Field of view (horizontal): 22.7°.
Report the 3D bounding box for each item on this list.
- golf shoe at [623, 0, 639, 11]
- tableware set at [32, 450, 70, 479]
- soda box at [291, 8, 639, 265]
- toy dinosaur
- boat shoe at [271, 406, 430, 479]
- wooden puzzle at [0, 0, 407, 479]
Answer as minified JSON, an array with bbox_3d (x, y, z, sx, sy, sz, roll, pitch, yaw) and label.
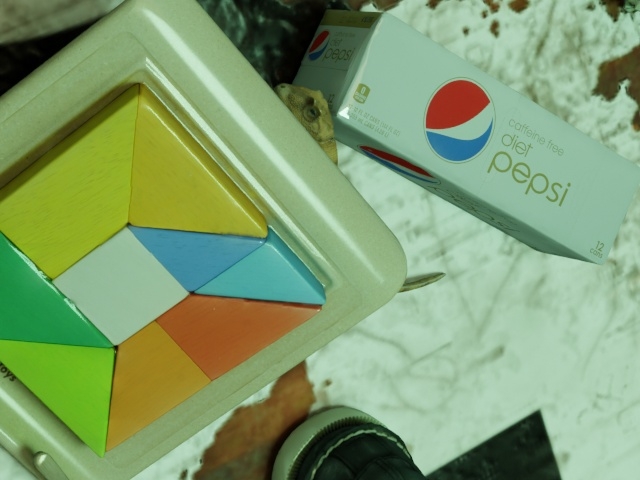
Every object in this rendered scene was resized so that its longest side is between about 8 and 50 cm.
[{"bbox_3d":[0.335,-0.181,1.056,0.306,0.115,0.140,13,92,-30],"label":"golf shoe"},{"bbox_3d":[-0.156,0.223,0.893,0.128,0.039,0.194,-45,120,-24],"label":"tableware set"},{"bbox_3d":[0.088,-0.061,0.962,0.216,0.074,0.069,26,85,-29],"label":"soda box"},{"bbox_3d":[0.000,0.000,0.919,0.112,0.064,0.211,-15,143,9],"label":"toy dinosaur"},{"bbox_3d":[0.076,0.265,0.979,0.127,0.113,0.340,-23,108,-24],"label":"boat shoe"},{"bbox_3d":[-0.104,0.014,0.841,0.238,0.044,0.221,-37,115,9],"label":"wooden puzzle"}]
